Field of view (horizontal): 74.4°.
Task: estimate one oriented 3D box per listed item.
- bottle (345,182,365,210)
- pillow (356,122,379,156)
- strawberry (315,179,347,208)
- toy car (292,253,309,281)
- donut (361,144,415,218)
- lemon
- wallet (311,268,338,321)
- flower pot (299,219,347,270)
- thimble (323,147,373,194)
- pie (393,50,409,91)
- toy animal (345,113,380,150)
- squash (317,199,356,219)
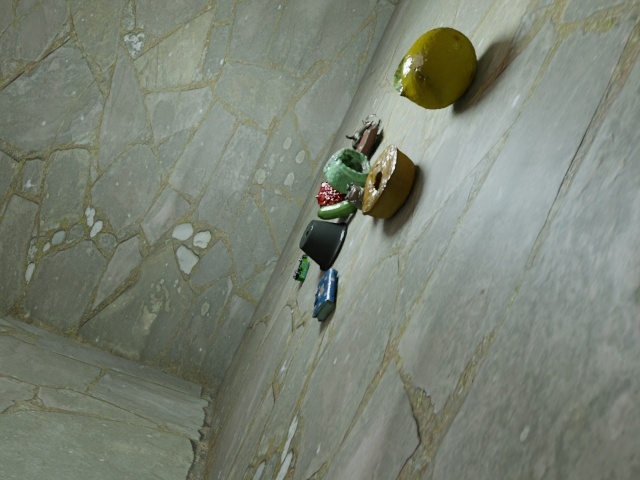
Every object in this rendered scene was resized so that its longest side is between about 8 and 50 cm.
[{"bbox_3d":[0.165,-0.164,1.673,0.099,0.152,0.099,-59,14,25],"label":"bottle"},{"bbox_3d":[0.247,-0.508,2.179,0.171,0.075,0.179,-51,-12,-56],"label":"pillow"},{"bbox_3d":[0.079,-0.200,2.143,0.187,0.184,0.201,-56,43,23],"label":"strawberry"},{"bbox_3d":[-0.105,0.158,2.451,0.071,0.062,0.165,-46,22,56],"label":"toy car"},{"bbox_3d":[0.240,-0.196,1.509,0.277,0.108,0.277,-60,13,24],"label":"donut"},{"bbox_3d":[0.378,-0.552,1.346,0.253,0.228,0.228,-64,11,3],"label":"lemon"},{"bbox_3d":[0.020,0.228,1.755,0.202,0.059,0.141,-81,17,-53],"label":"wallet"},{"bbox_3d":[0.000,0.000,2.060,0.269,0.166,0.269,-62,10,19],"label":"flower pot"},{"bbox_3d":[0.132,-0.332,2.007,0.150,0.219,0.219,-54,16,43],"label":"thimble"},{"bbox_3d":[0.441,-0.859,2.059,0.277,0.079,0.277,-61,14,26],"label":"pie"},{"bbox_3d":[0.212,-0.554,2.293,0.260,0.087,0.243,-40,-21,-46],"label":"toy animal"},{"bbox_3d":[0.084,-0.145,2.021,0.219,0.077,0.068,-17,11,26],"label":"squash"}]
